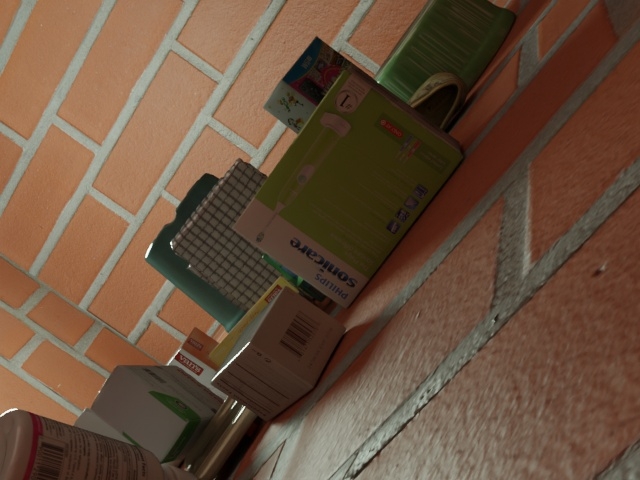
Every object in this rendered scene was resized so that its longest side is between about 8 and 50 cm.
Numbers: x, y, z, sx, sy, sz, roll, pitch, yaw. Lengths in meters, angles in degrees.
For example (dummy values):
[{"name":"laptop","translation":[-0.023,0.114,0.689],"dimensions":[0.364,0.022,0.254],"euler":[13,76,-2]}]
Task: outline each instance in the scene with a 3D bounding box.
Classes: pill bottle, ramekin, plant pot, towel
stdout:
[{"name":"pill bottle","translation":[-0.312,0.342,1.229],"dimensions":[0.160,0.283,0.160],"euler":[-35,40,37]},{"name":"ramekin","translation":[0.224,-0.355,1.771],"dimensions":[0.303,0.148,0.303],"euler":[-54,5,7]},{"name":"plant pot","translation":[-0.202,0.036,2.125],"dimensions":[0.341,0.334,0.341],"euler":[-54,4,5]},{"name":"towel","translation":[-0.112,0.008,1.747],"dimensions":[0.235,0.283,0.121],"euler":[-53,4,11]}]

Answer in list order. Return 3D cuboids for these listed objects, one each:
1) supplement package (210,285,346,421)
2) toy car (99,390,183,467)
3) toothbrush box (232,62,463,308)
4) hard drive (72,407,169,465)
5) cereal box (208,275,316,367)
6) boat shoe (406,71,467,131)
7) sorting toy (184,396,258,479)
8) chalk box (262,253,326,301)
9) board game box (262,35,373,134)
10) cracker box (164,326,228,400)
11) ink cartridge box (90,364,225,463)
[{"name":"supplement package","translation":[-0.061,0.160,1.257],"dimensions":[0.105,0.105,0.179],"euler":[-59,7,-33]},{"name":"toy car","translation":[-0.400,0.411,2.029],"dimensions":[0.219,0.238,0.210],"euler":[-57,5,-18]},{"name":"toothbrush box","translation":[0.040,-0.080,1.328],"dimensions":[0.283,0.206,0.122],"euler":[-54,4,15]},{"name":"hard drive","translation":[-0.390,0.440,1.754],"dimensions":[0.047,0.233,0.353],"euler":[-55,4,-31]},{"name":"cereal box","translation":[-0.090,0.148,1.530],"dimensions":[0.173,0.047,0.240],"euler":[-48,-12,-3]},{"name":"boat shoe","translation":[0.142,-0.173,1.583],"dimensions":[0.285,0.104,0.089],"euler":[-53,2,14]},{"name":"sorting toy","translation":[-0.143,0.306,1.419],"dimensions":[0.348,0.047,0.196],"euler":[-55,9,-5]},{"name":"chalk box","translation":[0.000,0.000,1.529],"dimensions":[0.132,0.132,0.213],"euler":[-51,2,32]},{"name":"board game box","translation":[0.053,-0.286,2.034],"dimensions":[0.097,0.303,0.224],"euler":[-50,7,42]},{"name":"cracker box","translation":[-0.242,0.289,1.814],"dimensions":[0.232,0.155,0.067],"euler":[-51,6,43]},{"name":"ink cartridge box","translation":[-0.259,0.291,1.559],"dimensions":[0.093,0.160,0.219],"euler":[-57,-19,2]}]
